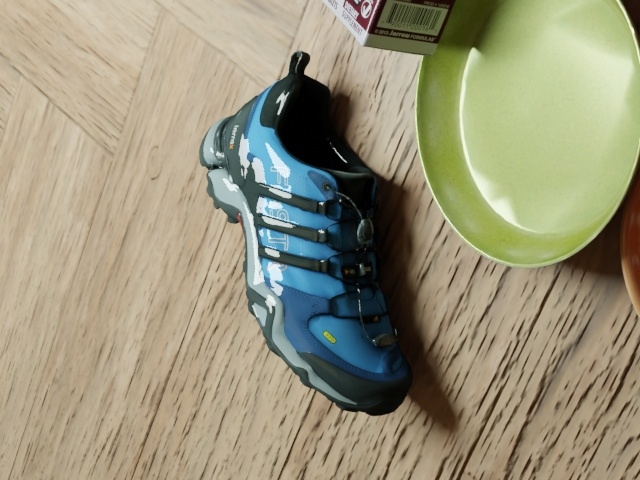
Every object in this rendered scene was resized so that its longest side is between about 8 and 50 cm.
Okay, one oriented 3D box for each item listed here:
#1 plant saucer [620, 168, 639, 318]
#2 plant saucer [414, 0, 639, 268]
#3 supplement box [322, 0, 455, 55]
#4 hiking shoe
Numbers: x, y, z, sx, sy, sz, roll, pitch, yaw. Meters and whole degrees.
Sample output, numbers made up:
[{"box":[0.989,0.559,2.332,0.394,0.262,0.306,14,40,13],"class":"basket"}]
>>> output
[{"box":[0.302,0.007,1.140,0.200,0.037,0.200,7,101,42],"class":"plant saucer"},{"box":[0.163,-0.100,1.234,0.241,0.037,0.241,5,97,52],"class":"plant saucer"},{"box":[0.074,-0.279,1.262,0.130,0.073,0.239,53,129,47],"class":"supplement box"},{"box":[0.000,0.000,1.370,0.132,0.113,0.304,-43,68,40],"class":"hiking shoe"}]
